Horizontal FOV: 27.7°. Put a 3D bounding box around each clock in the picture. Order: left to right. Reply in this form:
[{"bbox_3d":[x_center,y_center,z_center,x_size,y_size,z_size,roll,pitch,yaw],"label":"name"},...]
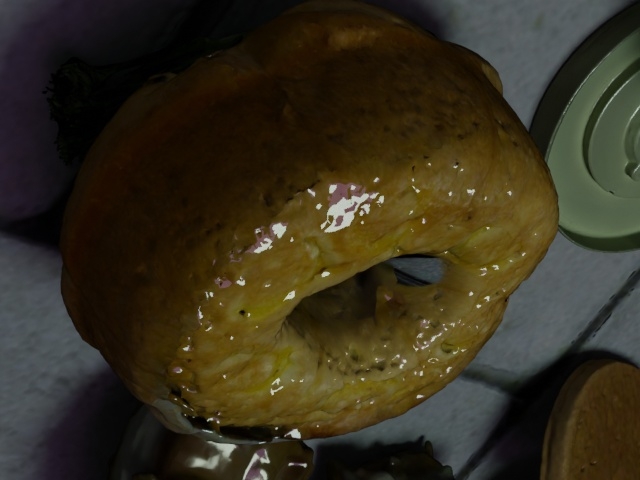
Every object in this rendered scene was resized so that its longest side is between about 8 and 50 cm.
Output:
[{"bbox_3d":[0.269,-0.089,1.007,0.235,0.029,0.235,-14,132,-16],"label":"clock"}]

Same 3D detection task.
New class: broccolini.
[{"bbox_3d":[-0.043,-0.082,0.841,0.271,0.062,0.123,-14,143,-21],"label":"broccolini"}]

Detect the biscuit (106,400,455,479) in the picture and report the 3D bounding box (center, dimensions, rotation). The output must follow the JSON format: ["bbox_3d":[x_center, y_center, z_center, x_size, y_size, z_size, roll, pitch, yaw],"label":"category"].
[{"bbox_3d":[-0.027,0.250,1.019,0.366,0.115,0.268,30,77,-39],"label":"biscuit"}]

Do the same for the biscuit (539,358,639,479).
[{"bbox_3d":[0.274,0.248,1.181,0.202,0.044,0.289,-37,114,-41],"label":"biscuit"}]

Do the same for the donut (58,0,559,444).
[{"bbox_3d":[0.000,0.000,0.811,0.317,0.150,0.299,-26,146,-18],"label":"donut"}]
